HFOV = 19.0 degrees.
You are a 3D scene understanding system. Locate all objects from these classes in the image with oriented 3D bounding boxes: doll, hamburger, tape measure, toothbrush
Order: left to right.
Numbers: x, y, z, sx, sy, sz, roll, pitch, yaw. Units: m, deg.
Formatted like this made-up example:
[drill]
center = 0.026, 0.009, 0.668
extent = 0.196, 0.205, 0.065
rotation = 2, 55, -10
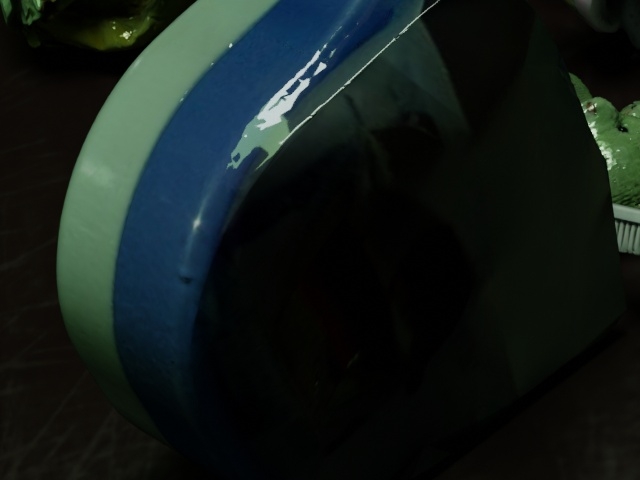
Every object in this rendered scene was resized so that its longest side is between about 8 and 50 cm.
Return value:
[hamburger]
center = -0.121, -0.210, 1.351
extent = 0.235, 0.125, 0.214
rotation = 20, 56, 41
[tape measure]
center = 0.001, -0.002, 0.956
extent = 0.262, 0.259, 0.138
rotation = -40, 43, -15
[toothbrush]
center = 0.089, -0.027, 1.100
extent = 0.020, 0.025, 0.286
rotation = 4, 8, -40
[doll]
center = 0.147, -0.055, 1.113
extent = 0.115, 0.077, 0.150
rotation = -33, 33, -8

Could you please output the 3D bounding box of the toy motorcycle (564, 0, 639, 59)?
[toy motorcycle]
center = 0.267, -0.196, 1.197
extent = 0.327, 0.143, 0.188
rotation = 11, 53, 9
